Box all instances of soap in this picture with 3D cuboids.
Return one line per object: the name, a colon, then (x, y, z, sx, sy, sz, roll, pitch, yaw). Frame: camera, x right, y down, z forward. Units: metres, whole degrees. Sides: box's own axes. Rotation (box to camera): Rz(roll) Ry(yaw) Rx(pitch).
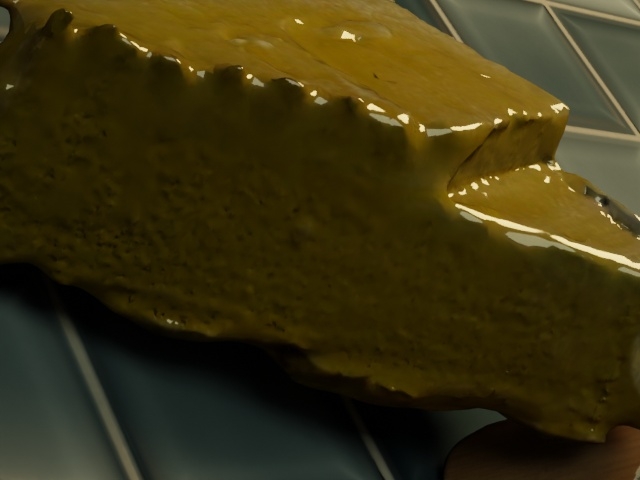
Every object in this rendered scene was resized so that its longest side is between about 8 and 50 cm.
soap: (0.000, 0.000, 0.858, 0.304, 0.169, 0.339, 37, 28, 28)

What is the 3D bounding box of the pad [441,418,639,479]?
pad: (0.232, 0.183, 0.882, 0.287, 0.018, 0.284, -13, 50, -8)
